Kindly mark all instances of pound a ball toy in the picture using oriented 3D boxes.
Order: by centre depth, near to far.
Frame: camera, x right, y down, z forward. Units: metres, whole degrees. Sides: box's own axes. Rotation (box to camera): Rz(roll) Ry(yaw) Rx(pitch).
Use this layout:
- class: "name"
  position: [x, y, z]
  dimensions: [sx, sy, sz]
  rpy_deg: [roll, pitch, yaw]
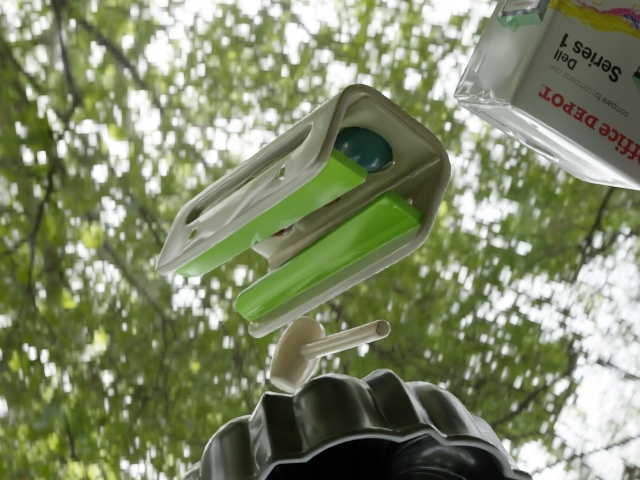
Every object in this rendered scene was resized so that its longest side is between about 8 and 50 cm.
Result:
- class: "pound a ball toy"
  position: [0.000, 0.000, 1.369]
  dimensions: [0.208, 0.319, 0.136]
  rpy_deg: [35, -128, -19]

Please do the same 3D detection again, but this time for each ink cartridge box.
- class: "ink cartridge box"
  position: [0.290, -0.215, 1.469]
  dimensions: [0.201, 0.117, 0.278]
  rpy_deg: [27, -92, -27]

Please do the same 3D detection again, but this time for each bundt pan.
- class: "bundt pan"
  position: [0.021, 0.240, 1.289]
  dimensions: [0.331, 0.331, 0.124]
  rpy_deg: [-7, -140, -10]
